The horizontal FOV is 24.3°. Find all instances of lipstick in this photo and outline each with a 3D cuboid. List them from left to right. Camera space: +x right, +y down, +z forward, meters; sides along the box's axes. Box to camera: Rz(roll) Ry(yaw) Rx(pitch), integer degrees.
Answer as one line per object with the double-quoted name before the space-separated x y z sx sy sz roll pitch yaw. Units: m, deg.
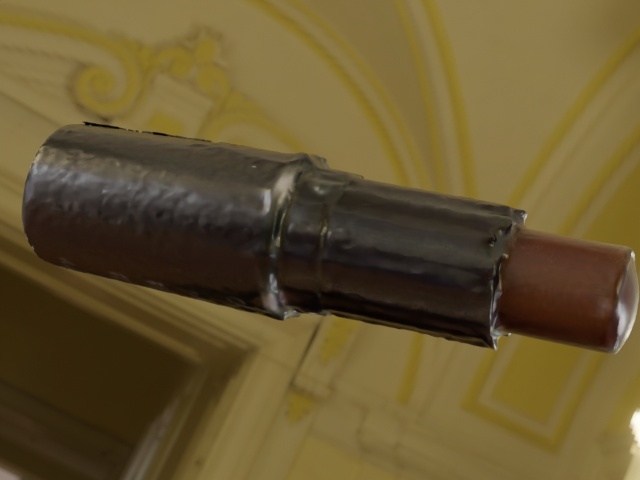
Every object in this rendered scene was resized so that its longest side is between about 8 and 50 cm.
"lipstick" 0.000 0.000 0.693 0.299 0.081 0.081 10 -22 22
